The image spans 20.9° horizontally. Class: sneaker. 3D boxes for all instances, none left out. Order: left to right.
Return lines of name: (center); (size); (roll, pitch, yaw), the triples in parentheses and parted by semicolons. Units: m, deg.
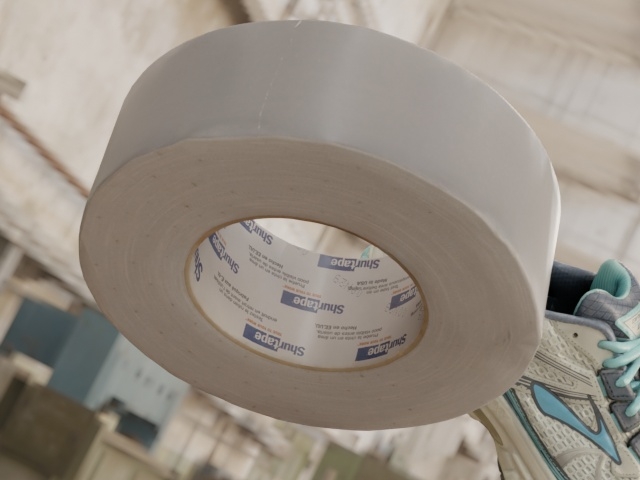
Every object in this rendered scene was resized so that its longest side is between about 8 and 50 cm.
sneaker: (0.147, 0.083, 0.969); (0.283, 0.122, 0.110); (43, 26, -2)

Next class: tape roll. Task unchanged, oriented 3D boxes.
tape roll: (0.000, 0.000, 0.813); (0.219, 0.072, 0.219); (9, -37, 7)
